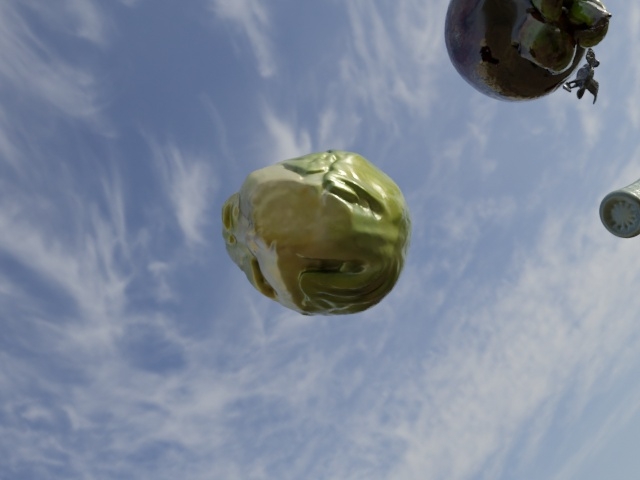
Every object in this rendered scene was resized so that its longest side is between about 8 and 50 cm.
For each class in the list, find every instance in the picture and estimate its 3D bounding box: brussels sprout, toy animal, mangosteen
[{"bbox_3d":[0.000,0.000,1.376,0.344,0.268,0.344,-21,-19,-7],"label":"brussels sprout"},{"bbox_3d":[0.623,-0.385,1.956,0.108,0.062,0.220,-41,-39,-8],"label":"toy animal"},{"bbox_3d":[0.388,-0.409,1.585,0.311,0.311,0.311,-31,-37,-27],"label":"mangosteen"}]

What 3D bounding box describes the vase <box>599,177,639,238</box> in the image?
[{"bbox_3d":[0.762,-0.099,1.919,0.299,0.143,0.143,-24,-41,-40],"label":"vase"}]
